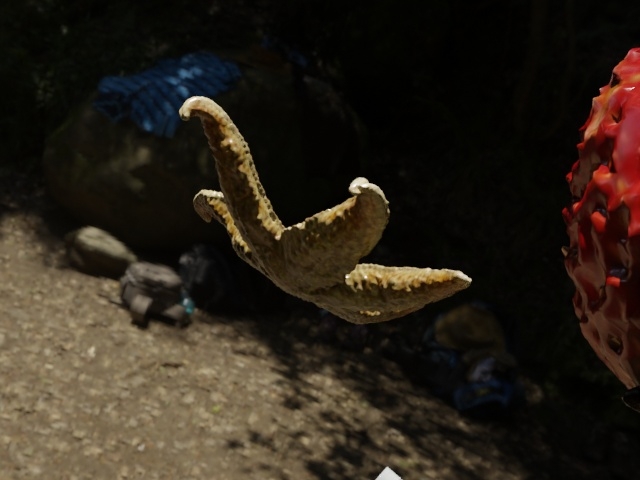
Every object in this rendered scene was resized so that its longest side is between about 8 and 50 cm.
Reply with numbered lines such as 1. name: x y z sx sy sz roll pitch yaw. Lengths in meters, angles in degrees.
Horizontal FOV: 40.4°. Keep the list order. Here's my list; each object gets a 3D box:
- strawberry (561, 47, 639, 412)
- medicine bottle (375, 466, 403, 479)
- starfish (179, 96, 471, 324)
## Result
1. strawberry: 0.258 -0.011 0.487 0.261 0.261 0.258 17 32 -21
2. medicine bottle: 0.125 0.400 1.275 0.130 0.080 0.080 42 18 13
3. starfish: -0.005 0.010 0.818 0.375 0.094 0.327 23 -18 37
